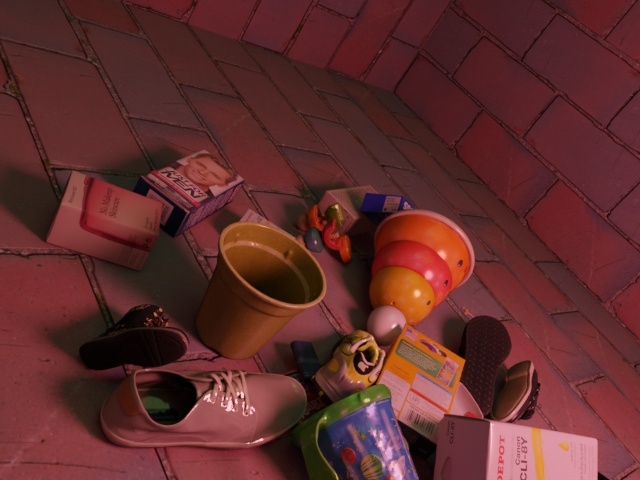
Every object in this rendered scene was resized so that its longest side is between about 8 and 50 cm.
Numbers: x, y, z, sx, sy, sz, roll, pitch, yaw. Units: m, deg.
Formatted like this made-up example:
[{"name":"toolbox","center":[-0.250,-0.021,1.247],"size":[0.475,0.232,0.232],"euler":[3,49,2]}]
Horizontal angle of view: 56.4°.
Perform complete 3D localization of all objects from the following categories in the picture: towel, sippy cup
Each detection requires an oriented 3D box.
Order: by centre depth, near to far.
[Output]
[{"name":"sippy cup","center":[0.088,0.458,1.264],"size":[0.305,0.240,0.224],"euler":[-16,63,-28]},{"name":"towel","center":[-0.035,0.304,1.490],"size":[0.067,0.029,0.119],"euler":[16,33,-33]}]

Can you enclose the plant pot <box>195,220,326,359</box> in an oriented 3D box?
[{"name":"plant pot","center":[-0.168,0.137,1.421],"size":[0.276,0.254,0.276],"euler":[26,31,-17]}]

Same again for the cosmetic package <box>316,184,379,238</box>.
[{"name":"cosmetic package","center":[0.131,-0.113,2.263],"size":[0.160,0.113,0.309],"euler":[47,30,21]}]

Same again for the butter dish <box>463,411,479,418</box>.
[{"name":"butter dish","center":[0.374,0.547,1.530],"size":[0.160,0.118,0.160],"euler":[42,67,-1]}]

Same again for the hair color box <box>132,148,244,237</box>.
[{"name":"hair color box","center":[-0.388,-0.151,1.778],"size":[0.174,0.105,0.347],"euler":[37,28,3]}]

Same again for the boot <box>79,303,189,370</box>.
[{"name":"boot","center":[-0.350,0.185,1.225],"size":[0.178,0.236,0.085],"euler":[-55,132,-66]}]

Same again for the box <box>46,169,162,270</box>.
[{"name":"box","center":[-0.521,-0.047,1.456],"size":[0.232,0.127,0.148],"euler":[21,32,-25]}]

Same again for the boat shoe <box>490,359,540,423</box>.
[{"name":"boat shoe","center":[0.620,0.500,1.857],"size":[0.113,0.127,0.340],"euler":[60,28,-2]}]

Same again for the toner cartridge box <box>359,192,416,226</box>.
[{"name":"toner cartridge box","center":[0.303,-0.061,2.200],"size":[0.165,0.075,0.348],"euler":[11,-17,39]}]

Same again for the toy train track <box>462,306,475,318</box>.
[{"name":"toy train track","center":[0.567,0.276,2.241],"size":[0.083,0.014,0.048],"euler":[42,29,11]}]

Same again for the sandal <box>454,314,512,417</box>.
[{"name":"sandal","center":[0.493,0.397,1.912],"size":[0.167,0.107,0.446],"euler":[38,41,3]}]

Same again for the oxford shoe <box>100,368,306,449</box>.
[{"name":"oxford shoe","center":[-0.205,0.326,1.206],"size":[0.449,0.130,0.169],"euler":[8,38,-36]}]

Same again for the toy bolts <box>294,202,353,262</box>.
[{"name":"toy bolts","center":[0.000,0.000,1.986],"size":[0.228,0.158,0.218],"euler":[-61,135,-71]}]

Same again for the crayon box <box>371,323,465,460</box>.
[{"name":"crayon box","center":[0.250,0.392,1.588],"size":[0.203,0.083,0.323],"euler":[32,39,6]}]

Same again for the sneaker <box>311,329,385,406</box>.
[{"name":"sneaker","center":[0.107,0.307,1.510],"size":[0.145,0.147,0.385],"euler":[50,16,1]}]

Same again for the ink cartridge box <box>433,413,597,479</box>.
[{"name":"ink cartridge box","center":[0.461,0.576,1.394],"size":[0.385,0.160,0.279],"euler":[17,72,-28]}]

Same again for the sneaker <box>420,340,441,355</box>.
[{"name":"sneaker","center":[0.331,0.373,1.792],"size":[0.071,0.068,0.170],"euler":[3,42,-36]}]

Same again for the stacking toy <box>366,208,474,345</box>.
[{"name":"stacking toy","center":[0.267,0.159,1.894],"size":[0.351,0.350,0.480],"euler":[35,47,-1]}]

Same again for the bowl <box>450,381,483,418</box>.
[{"name":"bowl","center":[0.365,0.470,1.670],"size":[0.142,0.053,0.142],"euler":[-4,44,-27]}]

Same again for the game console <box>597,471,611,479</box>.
[{"name":"game console","center":[0.823,0.728,1.833],"size":[0.122,0.071,0.107],"euler":[35,58,2]}]

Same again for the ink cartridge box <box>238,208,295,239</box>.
[{"name":"ink cartridge box","center":[-0.179,-0.003,1.808],"size":[0.175,0.072,0.127],"euler":[33,29,-5]}]

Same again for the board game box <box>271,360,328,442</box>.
[{"name":"board game box","center":[-0.048,0.376,1.424],"size":[0.281,0.027,0.145],"euler":[-4,48,-49]}]
